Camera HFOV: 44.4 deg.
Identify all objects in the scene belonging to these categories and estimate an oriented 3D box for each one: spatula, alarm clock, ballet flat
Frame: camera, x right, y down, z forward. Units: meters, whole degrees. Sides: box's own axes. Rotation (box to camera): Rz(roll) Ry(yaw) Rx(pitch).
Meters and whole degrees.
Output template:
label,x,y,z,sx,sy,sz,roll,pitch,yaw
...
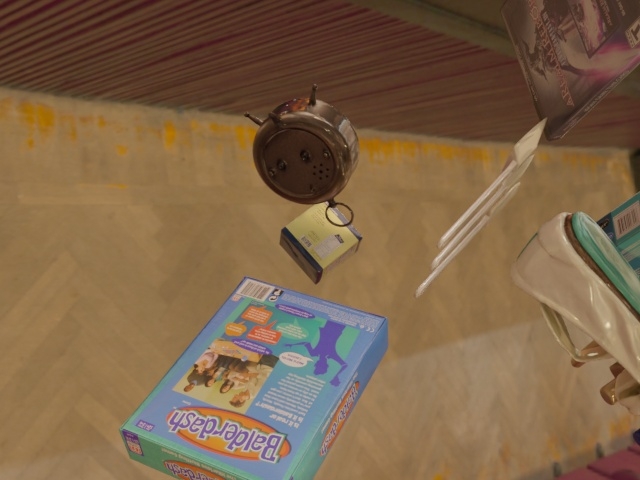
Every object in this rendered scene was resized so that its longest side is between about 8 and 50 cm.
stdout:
label,x,y,z,sx,sy,sz,roll,pitch,yaw
spatula,0.200,-0.039,0.981,0.242,0.019,0.168,-42,163,-26
alarm clock,-0.010,-0.093,0.989,0.192,0.129,0.064,59,31,-25
ballet flat,0.391,0.134,0.975,0.400,0.139,0.139,45,51,-6

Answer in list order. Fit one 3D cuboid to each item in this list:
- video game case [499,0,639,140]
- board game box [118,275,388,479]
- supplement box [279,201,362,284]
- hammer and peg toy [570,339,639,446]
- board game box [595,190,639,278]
label,x,y,z,sx,sy,sz,roll,pitch,yaw
video game case,0.290,-0.255,0.892,0.026,0.274,0.196,-13,76,-12
board game box,-0.052,0.132,0.710,0.210,0.160,0.047,-52,148,-42
supplement box,0.000,0.000,1.110,0.083,0.056,0.083,-38,77,-18
hammer and peg toy,0.593,0.264,1.336,0.127,0.266,0.361,-32,82,-11
board game box,0.610,0.067,1.411,0.336,0.254,0.079,23,50,-20
